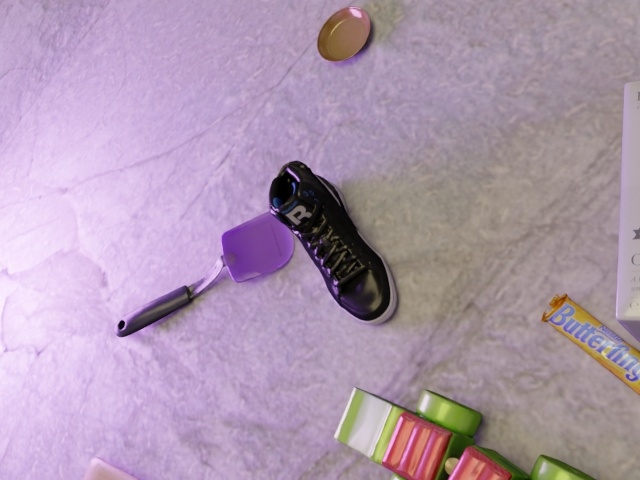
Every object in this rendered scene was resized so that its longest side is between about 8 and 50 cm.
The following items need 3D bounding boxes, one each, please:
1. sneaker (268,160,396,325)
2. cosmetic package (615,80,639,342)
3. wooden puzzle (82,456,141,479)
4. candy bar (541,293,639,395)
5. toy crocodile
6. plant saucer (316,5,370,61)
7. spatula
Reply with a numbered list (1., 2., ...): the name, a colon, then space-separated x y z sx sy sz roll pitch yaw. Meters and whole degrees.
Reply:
1. sneaker: 0.000 0.000 0.949 0.079 0.121 0.217 -40 55 16
2. cosmetic package: 0.383 -0.024 0.695 0.224 0.138 0.224 -3 69 33
3. wooden puzzle: -0.237 0.460 0.955 0.348 0.080 0.322 15 81 37
4. candy bar: 0.281 0.108 0.786 0.040 0.018 0.161 -52 54 6
5. toy crocodile: 0.148 0.229 0.772 0.340 0.105 0.115 24 86 38
6. plant saucer: 0.034 -0.274 1.099 0.083 0.015 0.083 -13 65 30
7. spatula: -0.163 0.058 1.092 0.296 0.030 0.084 -32 60 20
